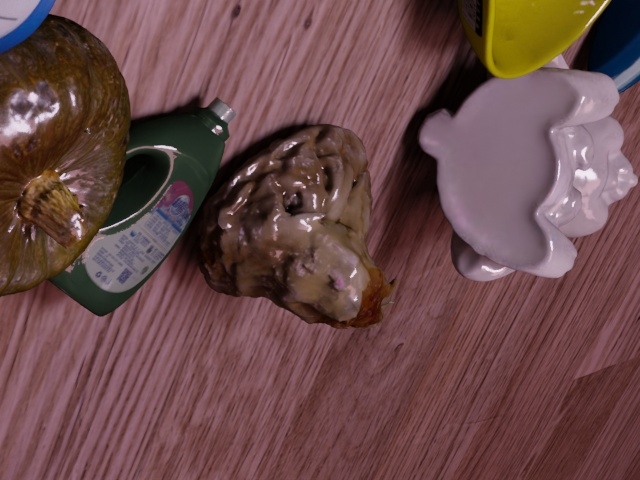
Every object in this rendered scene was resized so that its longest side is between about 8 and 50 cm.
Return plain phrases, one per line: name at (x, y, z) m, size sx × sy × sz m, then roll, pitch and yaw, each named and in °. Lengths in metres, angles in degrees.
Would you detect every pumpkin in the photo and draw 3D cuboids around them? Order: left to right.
pumpkin at (-0.227, -0.047, 1.008) m, size 0.219 × 0.162 × 0.219 m, roll -39°, pitch 151°, yaw -27°

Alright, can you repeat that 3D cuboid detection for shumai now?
shumai at (0.000, 0.000, 1.349) m, size 0.206 × 0.176 × 0.166 m, roll -38°, pitch 148°, yaw -27°

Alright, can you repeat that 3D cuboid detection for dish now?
dish at (0.196, -0.290, 1.361) m, size 0.221 × 0.108 × 0.262 m, roll -42°, pitch 150°, yaw -15°

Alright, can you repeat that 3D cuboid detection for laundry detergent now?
laundry detergent at (-0.153, -0.041, 1.211) m, size 0.211 × 0.063 × 0.137 m, roll -49°, pitch 144°, yaw -3°

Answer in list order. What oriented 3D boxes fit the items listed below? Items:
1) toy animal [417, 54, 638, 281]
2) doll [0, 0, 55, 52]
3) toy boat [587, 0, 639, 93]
toy animal at (0.236, -0.092, 1.577) m, size 0.265 × 0.206 × 0.271 m, roll -14°, pitch 116°, yaw -64°
doll at (-0.212, -0.228, 0.830) m, size 0.215 × 0.161 × 0.256 m, roll 4°, pitch 112°, yaw -22°
toy boat at (0.394, -0.292, 1.646) m, size 0.062 × 0.096 × 0.299 m, roll 9°, pitch 119°, yaw -45°
